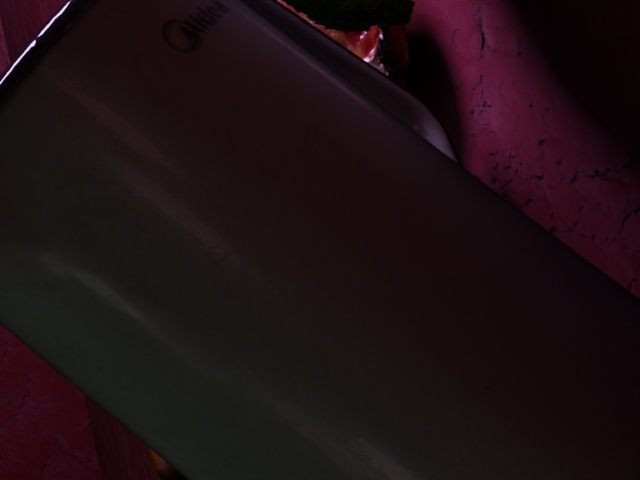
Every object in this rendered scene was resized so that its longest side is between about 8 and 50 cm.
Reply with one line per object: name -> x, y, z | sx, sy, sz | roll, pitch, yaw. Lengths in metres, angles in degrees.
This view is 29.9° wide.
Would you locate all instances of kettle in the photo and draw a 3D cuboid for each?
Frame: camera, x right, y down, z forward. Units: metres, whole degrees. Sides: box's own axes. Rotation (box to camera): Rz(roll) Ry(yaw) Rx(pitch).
kettle -> 0.000, 0.000, 0.722 | 0.376, 0.361, 0.250 | 38, 131, -7

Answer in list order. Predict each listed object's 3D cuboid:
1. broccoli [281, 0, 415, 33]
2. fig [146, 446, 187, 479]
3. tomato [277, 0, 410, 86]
broccoli -> 0.026, -0.276, 0.712 | 0.254, 0.269, 0.269 | 37, -177, -35
fig -> -0.094, 0.141, 1.324 | 0.190, 0.190, 0.290 | -151, 67, -62
tomato -> 0.014, -0.143, 0.938 | 0.139, 0.091, 0.159 | 9, 110, 32
